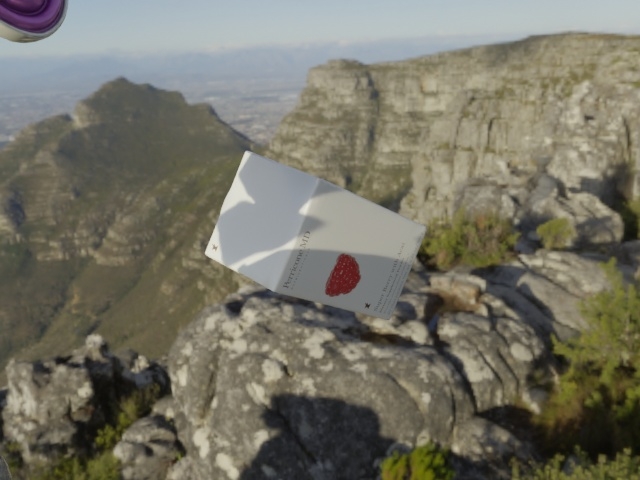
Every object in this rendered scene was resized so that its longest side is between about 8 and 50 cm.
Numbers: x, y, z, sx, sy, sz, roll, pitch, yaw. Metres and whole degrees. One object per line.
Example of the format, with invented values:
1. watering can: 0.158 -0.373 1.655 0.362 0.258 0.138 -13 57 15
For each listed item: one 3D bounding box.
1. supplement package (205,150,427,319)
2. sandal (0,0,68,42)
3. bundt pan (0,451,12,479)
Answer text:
1. supplement package: 0.000 0.000 1.105 0.175 0.177 0.293 24 4 42
2. sandal: -0.382 -0.324 0.635 0.102 0.169 0.416 0 -8 27
3. bundt pan: -0.330 0.171 0.391 0.124 0.331 0.331 -39 -8 36
